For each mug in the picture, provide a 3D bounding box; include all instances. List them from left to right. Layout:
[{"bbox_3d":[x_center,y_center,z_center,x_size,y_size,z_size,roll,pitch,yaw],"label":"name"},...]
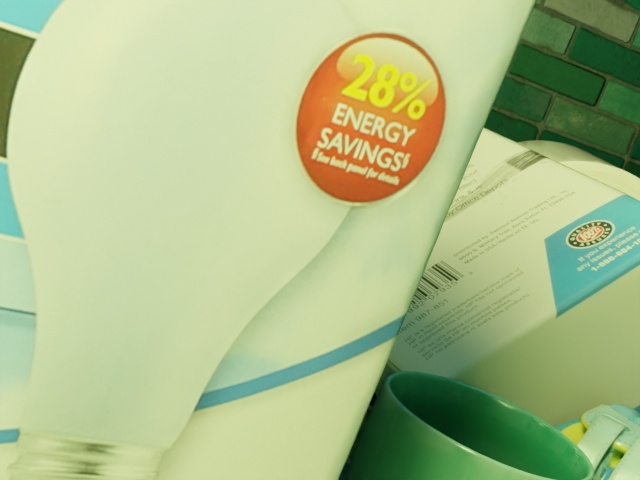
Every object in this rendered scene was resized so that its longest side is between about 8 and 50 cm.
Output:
[{"bbox_3d":[0.083,0.152,0.654,0.129,0.097,0.158,18,12,-21],"label":"mug"}]

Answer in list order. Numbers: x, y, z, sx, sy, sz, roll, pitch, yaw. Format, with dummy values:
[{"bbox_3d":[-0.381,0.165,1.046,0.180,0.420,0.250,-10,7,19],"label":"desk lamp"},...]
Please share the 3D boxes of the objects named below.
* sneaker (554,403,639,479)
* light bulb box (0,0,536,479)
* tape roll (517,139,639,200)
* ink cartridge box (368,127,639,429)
[{"bbox_3d":[0.208,0.186,0.671,0.208,0.127,0.319,27,2,16],"label":"sneaker"},{"bbox_3d":[-0.149,-0.045,0.468,0.358,0.361,0.225,14,13,-34],"label":"light bulb box"},{"bbox_3d":[0.239,0.026,1.194,0.246,0.246,0.169,20,11,-6],"label":"tape roll"},{"bbox_3d":[0.114,0.039,0.900,0.307,0.223,0.129,39,-24,58],"label":"ink cartridge box"}]
